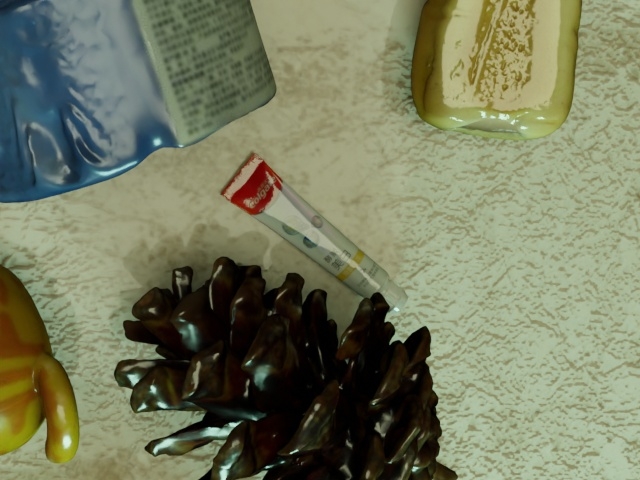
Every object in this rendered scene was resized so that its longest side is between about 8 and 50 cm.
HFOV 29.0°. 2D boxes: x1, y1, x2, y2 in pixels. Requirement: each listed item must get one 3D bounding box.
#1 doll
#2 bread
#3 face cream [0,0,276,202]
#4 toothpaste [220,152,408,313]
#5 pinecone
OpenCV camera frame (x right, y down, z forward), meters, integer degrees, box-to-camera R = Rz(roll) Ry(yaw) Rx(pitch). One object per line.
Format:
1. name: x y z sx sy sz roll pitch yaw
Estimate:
1. doll: -0.340 0.112 0.971 0.270 0.162 0.166 -10 98 -17
2. bread: 0.158 -0.239 1.049 0.142 0.091 0.305 5 99 -10
3. face cream: -0.176 -0.166 0.918 0.249 0.249 0.225 -22 104 -7
4. toothpaste: 0.000 0.000 1.095 0.190 0.031 0.048 39 95 -12
5. pinecone: -0.027 0.138 1.010 0.309 0.244 0.244 27 94 1
